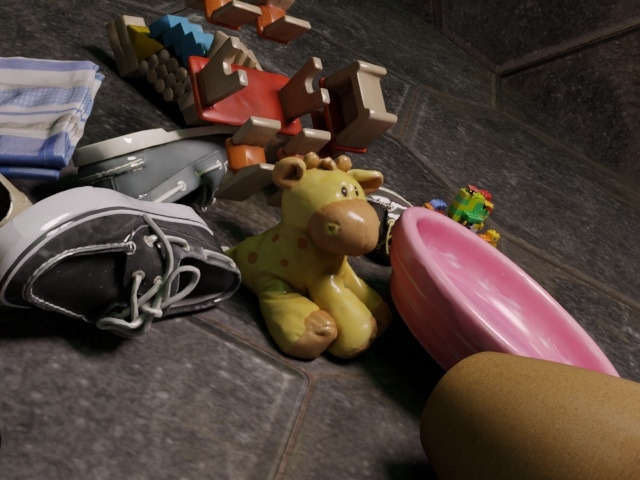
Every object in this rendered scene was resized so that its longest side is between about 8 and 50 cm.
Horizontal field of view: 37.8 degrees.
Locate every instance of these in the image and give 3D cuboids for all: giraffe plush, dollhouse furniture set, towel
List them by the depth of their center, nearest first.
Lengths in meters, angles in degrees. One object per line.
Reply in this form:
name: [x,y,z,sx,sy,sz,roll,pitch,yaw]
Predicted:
towel: [-0.347,-0.138,0.974,0.209,0.034,0.285,3,28,-7]
giraffe plush: [0.000,0.000,0.986,0.210,0.170,0.181,35,24,15]
dollhouse furniture set: [-0.046,-0.165,1.130,0.259,0.135,0.261,5,66,-41]

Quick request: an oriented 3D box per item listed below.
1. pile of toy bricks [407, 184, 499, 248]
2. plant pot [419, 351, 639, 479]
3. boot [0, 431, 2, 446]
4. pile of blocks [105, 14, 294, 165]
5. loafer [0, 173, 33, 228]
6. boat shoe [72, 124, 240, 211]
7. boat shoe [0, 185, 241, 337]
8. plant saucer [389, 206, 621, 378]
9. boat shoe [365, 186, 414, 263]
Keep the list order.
pile of toy bricks: [0.205,-0.036,1.378,0.212,0.105,0.118,7,32,-42]
plant pot: [0.207,0.203,0.782,0.237,0.237,0.254,8,15,-40]
boot: [-0.347,0.025,0.581,0.264,0.096,0.280,13,22,-40]
pile of blocks: [-0.148,-0.235,1.334,0.362,0.149,0.113,39,25,24]
loafer: [-0.345,-0.066,0.791,0.269,0.092,0.102,30,63,2]
boat shoe: [-0.172,-0.074,1.084,0.319,0.116,0.099,-23,98,-70]
boat shoe: [-0.167,0.031,0.816,0.105,0.113,0.306,43,11,16]
plant saucer: [0.199,0.099,1.064,0.332,0.084,0.332,36,17,-13]
boat shoe: [0.108,-0.008,1.239,0.228,0.081,0.068,23,19,-19]
